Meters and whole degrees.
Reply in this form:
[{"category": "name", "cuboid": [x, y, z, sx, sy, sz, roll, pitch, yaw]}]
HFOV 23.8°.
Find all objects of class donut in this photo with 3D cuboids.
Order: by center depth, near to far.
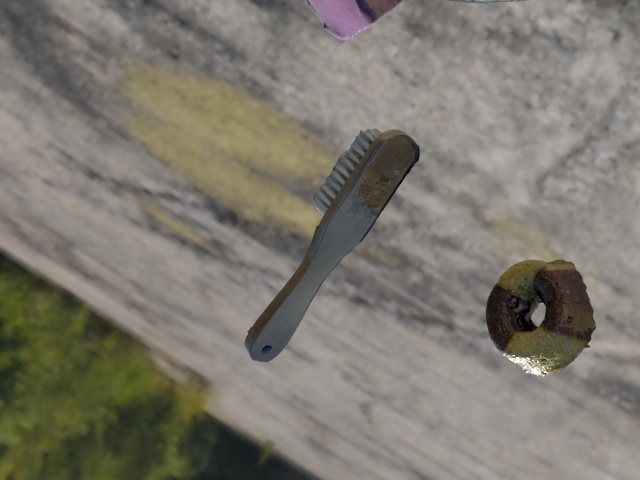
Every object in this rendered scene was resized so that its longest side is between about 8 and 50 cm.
[{"category": "donut", "cuboid": [0.252, 0.084, 1.767, 0.059, 0.140, 0.140, 21, -179, -41]}]

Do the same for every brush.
[{"category": "brush", "cuboid": [0.000, 0.000, 1.785, 0.070, 0.327, 0.065, 18, -160, -44]}]

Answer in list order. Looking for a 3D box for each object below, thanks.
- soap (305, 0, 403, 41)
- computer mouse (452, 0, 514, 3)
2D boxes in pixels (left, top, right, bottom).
[{"category": "soap", "cuboid": [0.066, -0.307, 1.249, 0.181, 0.259, 0.081, 55, 156, -8]}, {"category": "computer mouse", "cuboid": [0.199, -0.315, 1.439, 0.323, 0.183, 0.116, 4, 154, 46]}]
